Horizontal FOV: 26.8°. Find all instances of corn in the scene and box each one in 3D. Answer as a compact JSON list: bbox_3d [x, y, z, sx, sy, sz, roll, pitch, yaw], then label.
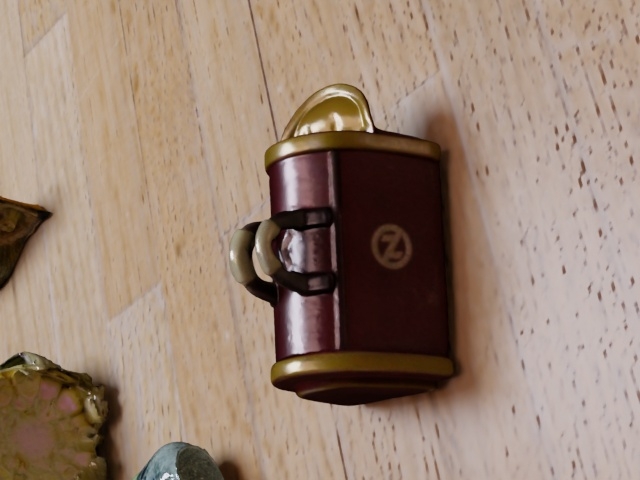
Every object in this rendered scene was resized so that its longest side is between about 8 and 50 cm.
[{"bbox_3d":[-0.251,0.186,0.889,0.305,0.122,0.123,-38,26,34],"label":"corn"}]

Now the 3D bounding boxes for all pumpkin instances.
[{"bbox_3d":[-0.243,-0.007,0.948,0.101,0.073,0.035,-48,52,27],"label":"pumpkin"}]

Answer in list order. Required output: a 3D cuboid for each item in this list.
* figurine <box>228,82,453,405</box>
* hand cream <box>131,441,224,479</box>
[{"bbox_3d":[0.000,-0.001,0.645,0.082,0.098,0.154,-20,69,49],"label":"figurine"},{"bbox_3d":[-0.106,0.187,0.765,0.175,0.046,0.095,-56,45,33],"label":"hand cream"}]
